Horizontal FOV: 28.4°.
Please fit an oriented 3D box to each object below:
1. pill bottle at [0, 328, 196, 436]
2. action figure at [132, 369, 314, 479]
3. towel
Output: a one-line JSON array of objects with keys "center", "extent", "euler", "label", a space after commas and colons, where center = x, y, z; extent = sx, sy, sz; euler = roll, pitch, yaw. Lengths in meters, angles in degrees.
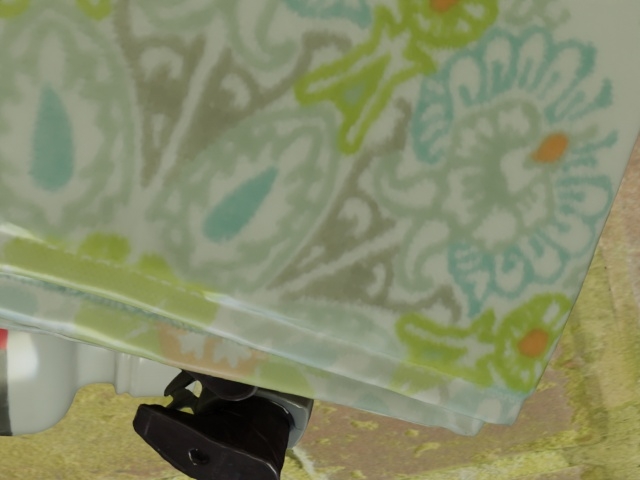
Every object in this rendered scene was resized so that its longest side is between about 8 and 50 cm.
[{"center": [-0.232, 0.026, 0.736], "extent": [0.318, 0.176, 0.176], "euler": [1, 146, -11], "label": "pill bottle"}, {"center": [0.000, 0.000, 0.687], "extent": [0.099, 0.285, 0.185], "euler": [26, 128, 11], "label": "action figure"}, {"center": [-0.004, -0.127, 0.438], "extent": [0.320, 0.090, 0.374], "euler": [17, 95, -33], "label": "towel"}]
